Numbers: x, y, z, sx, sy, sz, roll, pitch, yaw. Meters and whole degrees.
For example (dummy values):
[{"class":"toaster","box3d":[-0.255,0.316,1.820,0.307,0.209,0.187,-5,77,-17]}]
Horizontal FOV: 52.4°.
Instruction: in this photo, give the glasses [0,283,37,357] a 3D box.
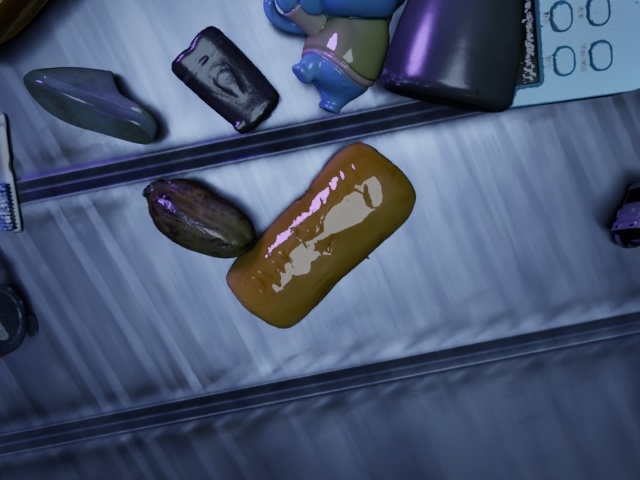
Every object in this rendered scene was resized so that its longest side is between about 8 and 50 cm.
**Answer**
[{"class":"glasses","box3d":[-0.588,0.095,0.976,0.269,0.118,0.234,-22,101,23]}]

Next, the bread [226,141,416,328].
[{"class":"bread","box3d":[0.000,0.000,0.942,0.142,0.091,0.305,44,96,-2]}]

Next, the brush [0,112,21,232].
[{"class":"brush","box3d":[-0.469,-0.097,0.949,0.033,0.030,0.178,-2,100,10]}]

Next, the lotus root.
[{"class":"lotus root","box3d":[-0.175,-0.029,0.932,0.179,0.080,0.089,30,64,4]}]

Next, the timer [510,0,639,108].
[{"class":"timer","box3d":[0.317,-0.304,0.895,0.250,0.091,0.231,-7,100,6]}]

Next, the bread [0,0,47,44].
[{"class":"bread","box3d":[-0.425,-0.346,0.851,0.106,0.140,0.236,44,97,-4]}]

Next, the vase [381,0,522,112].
[{"class":"vase","box3d":[0.193,-0.335,0.822,0.174,0.173,0.320,12,100,-3]}]

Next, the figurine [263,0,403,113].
[{"class":"figurine","box3d":[0.025,-0.313,0.858,0.180,0.154,0.261,23,94,-15]}]

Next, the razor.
[{"class":"razor","box3d":[-0.130,-0.224,0.917,0.148,0.054,0.090,44,96,-8]}]

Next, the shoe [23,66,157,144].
[{"class":"shoe","box3d":[-0.314,-0.201,0.921,0.195,0.079,0.078,23,63,3]}]

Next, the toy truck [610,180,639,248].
[{"class":"toy truck","box3d":[0.563,-0.013,0.938,0.254,0.114,0.124,20,85,-4]}]
